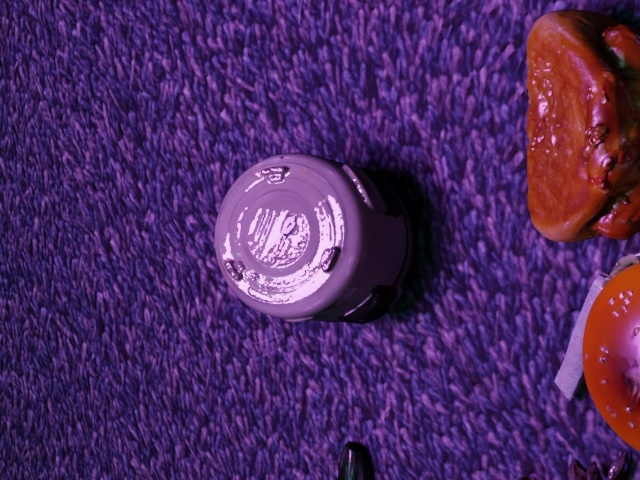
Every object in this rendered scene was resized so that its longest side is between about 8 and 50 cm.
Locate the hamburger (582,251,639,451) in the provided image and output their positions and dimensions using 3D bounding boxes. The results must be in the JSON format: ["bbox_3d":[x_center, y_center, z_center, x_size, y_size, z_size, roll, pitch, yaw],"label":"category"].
[{"bbox_3d":[0.379,0.120,1.449,0.246,0.170,0.246,16,113,41],"label":"hamburger"}]

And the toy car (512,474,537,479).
[{"bbox_3d":[0.261,0.370,1.694,0.112,0.112,0.139,17,104,27],"label":"toy car"}]

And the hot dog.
[{"bbox_3d":[0.309,-0.120,1.481,0.153,0.150,0.257,14,109,53],"label":"hot dog"}]

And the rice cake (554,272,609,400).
[{"bbox_3d":[0.314,0.115,1.618,0.033,0.029,0.171,32,123,29],"label":"rice cake"}]

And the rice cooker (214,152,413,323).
[{"bbox_3d":[0.000,0.000,1.768,0.226,0.244,0.226,-3,82,23],"label":"rice cooker"}]

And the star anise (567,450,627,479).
[{"bbox_3d":[0.341,0.319,1.633,0.141,0.042,0.141,16,113,44],"label":"star anise"}]

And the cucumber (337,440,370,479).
[{"bbox_3d":[0.049,0.334,1.939,0.048,0.048,0.105,10,103,44],"label":"cucumber"}]
